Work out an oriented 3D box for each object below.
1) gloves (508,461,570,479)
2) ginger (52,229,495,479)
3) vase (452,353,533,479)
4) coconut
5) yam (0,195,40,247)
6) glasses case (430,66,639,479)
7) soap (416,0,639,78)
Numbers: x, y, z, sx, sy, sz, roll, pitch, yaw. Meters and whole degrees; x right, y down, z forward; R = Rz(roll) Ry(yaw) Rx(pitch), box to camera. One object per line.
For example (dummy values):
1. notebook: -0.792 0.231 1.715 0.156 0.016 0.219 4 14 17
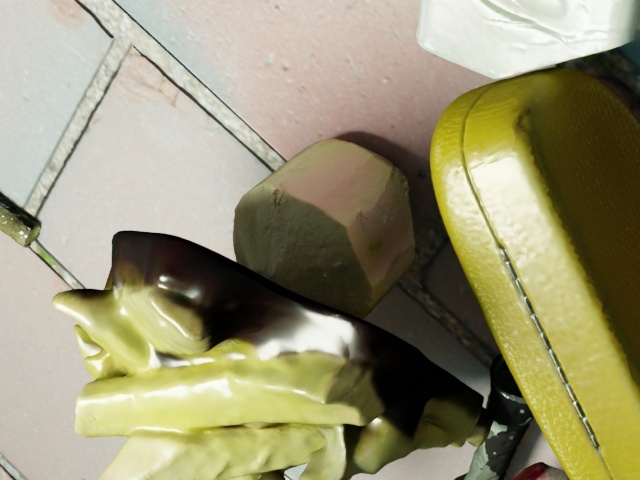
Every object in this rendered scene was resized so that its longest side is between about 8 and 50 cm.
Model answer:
1. gloves: 0.247 0.294 1.669 0.241 0.126 0.145 46 130 2
2. ginger: -0.053 0.153 1.570 0.358 0.211 0.413 22 172 4
3. vase: 0.157 0.174 1.711 0.059 0.059 0.167 31 135 18
4. coconut: 0.000 0.000 1.643 0.147 0.153 0.147 21 131 27
5. yam: -0.341 -0.040 1.982 0.129 0.027 0.033 36 135 14
6. glasses case: 0.207 0.043 1.492 0.141 0.173 0.371 -14 108 42
7. soap: 0.169 -0.247 1.374 0.173 0.095 0.289 25 133 24
